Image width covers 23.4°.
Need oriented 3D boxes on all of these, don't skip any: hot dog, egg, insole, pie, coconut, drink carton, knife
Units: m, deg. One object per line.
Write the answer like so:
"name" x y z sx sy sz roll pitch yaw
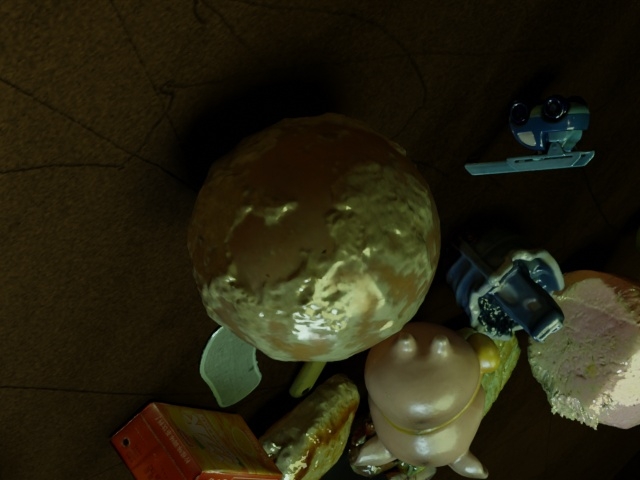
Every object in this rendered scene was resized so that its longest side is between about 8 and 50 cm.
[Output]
"hot dog" 0.110 0.384 2.416 0.191 0.059 0.108 -15 151 -52
"egg" 0.000 0.000 1.249 0.203 0.203 0.245 -48 162 23
"insole" -0.092 0.131 1.638 0.080 0.003 0.232 -33 158 -15
"pie" 0.170 0.211 2.100 0.257 0.105 0.274 -55 155 16
"coconut" 0.415 0.158 2.209 0.233 0.233 0.245 -45 153 16
"drink carton" -0.130 0.236 1.662 0.071 0.096 0.223 -42 159 8
"knife" 0.027 0.080 1.695 0.061 0.027 0.343 -25 158 -30
"pie" -0.021 0.253 1.883 0.179 0.084 0.205 -35 164 -30

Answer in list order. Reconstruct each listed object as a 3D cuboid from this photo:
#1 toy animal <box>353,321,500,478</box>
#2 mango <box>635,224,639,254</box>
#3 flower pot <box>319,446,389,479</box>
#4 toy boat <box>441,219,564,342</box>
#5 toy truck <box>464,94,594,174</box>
"toy animal" 0.128 0.180 1.864 0.248 0.165 0.149 82 26 -49
"mango" 0.576 -0.020 2.248 0.293 0.143 0.175 -3 147 -41
"flower pot" 0.019 0.437 2.111 0.299 0.299 0.283 -28 162 -26
"toy boat" 0.234 0.067 1.851 0.129 0.142 0.309 -43 158 5
"toy truck" 0.211 -0.108 1.580 0.136 0.074 0.063 -3 -178 38
